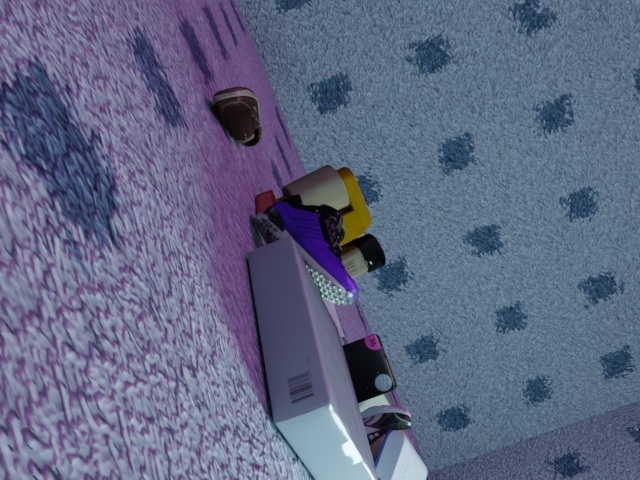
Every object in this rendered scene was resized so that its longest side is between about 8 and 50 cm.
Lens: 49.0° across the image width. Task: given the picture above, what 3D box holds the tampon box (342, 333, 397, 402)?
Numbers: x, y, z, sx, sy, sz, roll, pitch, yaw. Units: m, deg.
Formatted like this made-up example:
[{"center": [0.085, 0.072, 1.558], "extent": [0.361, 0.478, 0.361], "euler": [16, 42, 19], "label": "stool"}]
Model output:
[{"center": [0.063, 0.276, 1.451], "extent": [0.101, 0.161, 0.120], "euler": [46, 23, -78], "label": "tampon box"}]

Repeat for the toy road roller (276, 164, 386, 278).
[{"center": [0.000, -0.031, 1.815], "extent": [0.241, 0.203, 0.329], "euler": [32, -34, 63], "label": "toy road roller"}]

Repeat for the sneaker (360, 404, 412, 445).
[{"center": [0.088, 0.368, 1.349], "extent": [0.072, 0.179, 0.077], "euler": [81, 4, -55], "label": "sneaker"}]

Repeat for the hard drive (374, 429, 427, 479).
[{"center": [0.142, 0.512, 1.380], "extent": [0.210, 0.040, 0.318], "euler": [-66, 155, -21], "label": "hard drive"}]

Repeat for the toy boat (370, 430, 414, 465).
[{"center": [0.102, 0.442, 1.514], "extent": [0.151, 0.151, 0.231], "euler": [37, -14, 31], "label": "toy boat"}]

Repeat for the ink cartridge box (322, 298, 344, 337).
[{"center": [-0.008, 0.194, 1.836], "extent": [0.179, 0.045, 0.145], "euler": [11, 57, -63], "label": "ink cartridge box"}]

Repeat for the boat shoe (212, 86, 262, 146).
[{"center": [-0.172, -0.267, 1.567], "extent": [0.257, 0.095, 0.095], "euler": [29, 46, -83], "label": "boat shoe"}]

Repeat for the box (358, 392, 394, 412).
[{"center": [0.119, 0.410, 1.814], "extent": [0.275, 0.113, 0.094], "euler": [64, 6, -55], "label": "box"}]

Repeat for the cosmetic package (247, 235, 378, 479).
[{"center": [-0.015, 0.219, 1.218], "extent": [0.377, 0.098, 0.284], "euler": [-106, 171, -49], "label": "cosmetic package"}]

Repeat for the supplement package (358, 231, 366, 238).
[{"center": [0.052, -0.004, 2.293], "extent": [0.203, 0.194, 0.149], "euler": [49, 20, -74], "label": "supplement package"}]

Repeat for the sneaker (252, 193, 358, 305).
[{"center": [0.000, -0.001, 1.411], "extent": [0.293, 0.146, 0.102], "euler": [43, -19, 31], "label": "sneaker"}]

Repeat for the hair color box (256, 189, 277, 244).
[{"center": [-0.113, -0.052, 1.582], "extent": [0.141, 0.043, 0.071], "euler": [-101, 171, -60], "label": "hair color box"}]
